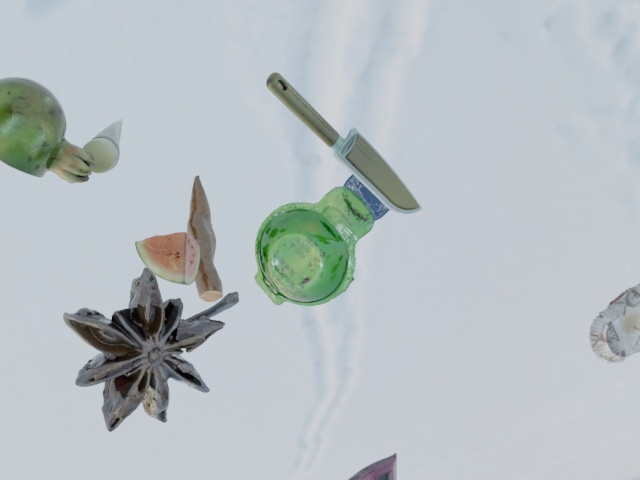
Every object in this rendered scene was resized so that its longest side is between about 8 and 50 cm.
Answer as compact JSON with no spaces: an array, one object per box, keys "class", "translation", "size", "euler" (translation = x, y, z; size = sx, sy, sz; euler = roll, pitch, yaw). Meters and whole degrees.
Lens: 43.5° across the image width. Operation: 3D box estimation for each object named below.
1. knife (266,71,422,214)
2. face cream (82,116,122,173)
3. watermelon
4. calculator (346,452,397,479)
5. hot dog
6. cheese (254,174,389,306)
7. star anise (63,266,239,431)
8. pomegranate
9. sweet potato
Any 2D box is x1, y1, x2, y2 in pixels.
[{"class":"knife","translation":[0.048,-0.143,1.225],"size":[0.343,0.061,0.027],"euler":[42,152,-27]},{"class":"face cream","translation":[-0.459,-0.201,1.749],"size":[0.070,0.114,0.224],"euler":[14,-166,-5]},{"class":"watermelon","translation":[-0.270,0.017,1.524],"size":[0.135,0.125,0.094],"euler":[-33,153,-59]},{"class":"calculator","translation":[0.053,0.391,1.150],"size":[0.034,0.127,0.190],"euler":[12,-165,37]},{"class":"hot dog","translation":[0.503,0.126,1.274],"size":[0.192,0.099,0.053],"euler":[-32,-176,-16]},{"class":"cheese","translation":[0.000,0.000,1.495],"size":[0.320,0.204,0.083],"euler":[-43,177,21]},{"class":"star anise","translation":[-0.212,0.131,1.022],"size":[0.231,0.209,0.089],"euler":[-2,-165,-43]},{"class":"pomegranate","translation":[-0.538,-0.208,1.500],"size":[0.159,0.240,0.190],"euler":[-58,177,0]},{"class":"sweet potato","translation":[-0.250,-0.005,1.680],"size":[0.059,0.281,0.067],"euler":[-20,146,11]}]
